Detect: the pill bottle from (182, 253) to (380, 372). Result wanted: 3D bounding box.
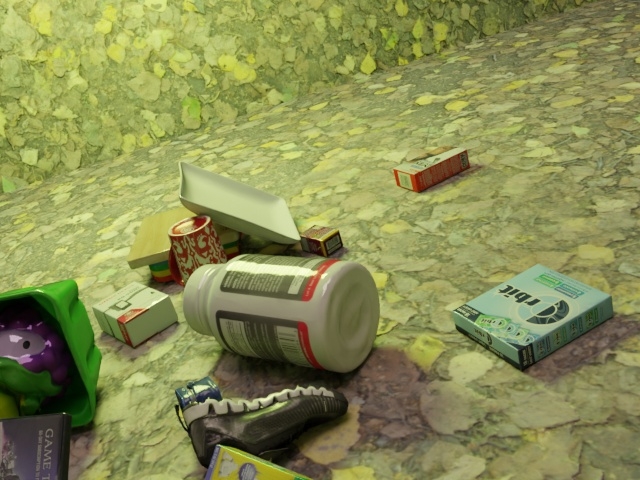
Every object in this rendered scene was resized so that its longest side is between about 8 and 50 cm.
[{"bbox_3d":[-0.076,0.113,1.141,0.318,0.176,0.176,3,31,35],"label":"pill bottle"}]

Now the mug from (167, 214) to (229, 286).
[{"bbox_3d":[-0.261,0.046,1.404,0.150,0.169,0.113,-11,26,10],"label":"mug"}]

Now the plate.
[{"bbox_3d":[-0.194,-0.079,1.536,0.277,0.045,0.278,20,17,-19],"label":"plate"}]

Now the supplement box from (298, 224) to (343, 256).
[{"bbox_3d":[0.000,0.000,1.493,0.055,0.043,0.083,-33,30,-31],"label":"supplement box"}]

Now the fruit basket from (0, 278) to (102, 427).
[{"bbox_3d":[-0.560,0.241,1.077,0.392,0.283,0.392,-12,17,4],"label":"fruit basket"}]

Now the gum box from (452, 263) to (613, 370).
[{"bbox_3d":[0.327,0.113,1.058,0.184,0.041,0.157,-25,26,-17],"label":"gum box"}]

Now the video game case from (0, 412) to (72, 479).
[{"bbox_3d":[-0.472,0.342,0.906,0.274,0.026,0.196,-6,67,5],"label":"video game case"}]

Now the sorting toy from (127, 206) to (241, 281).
[{"bbox_3d":[-0.307,-0.002,1.630,0.255,0.089,0.257,-15,25,2],"label":"sorting toy"}]

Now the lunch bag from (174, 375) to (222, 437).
[{"bbox_3d":[-0.177,0.252,1.000,0.065,0.098,0.067,-21,15,-21],"label":"lunch bag"}]

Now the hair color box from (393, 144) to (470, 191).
[{"bbox_3d":[0.278,-0.182,1.698,0.167,0.053,0.093,-25,25,-22],"label":"hair color box"}]

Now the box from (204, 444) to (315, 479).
[{"bbox_3d":[-0.068,0.319,0.804,0.179,0.043,0.105,6,72,37],"label":"box"}]

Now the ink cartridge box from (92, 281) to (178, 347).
[{"bbox_3d":[-0.381,0.148,1.389,0.109,0.063,0.150,-34,30,-34],"label":"ink cartridge box"}]

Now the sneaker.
[{"bbox_3d":[-0.069,0.267,0.943,0.234,0.078,0.106,-3,56,-16],"label":"sneaker"}]
